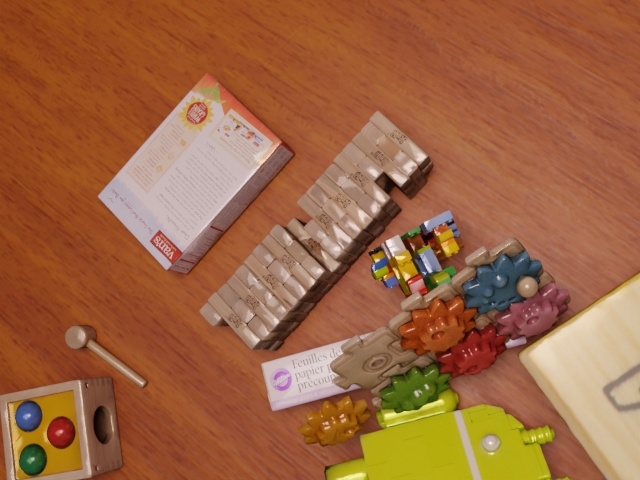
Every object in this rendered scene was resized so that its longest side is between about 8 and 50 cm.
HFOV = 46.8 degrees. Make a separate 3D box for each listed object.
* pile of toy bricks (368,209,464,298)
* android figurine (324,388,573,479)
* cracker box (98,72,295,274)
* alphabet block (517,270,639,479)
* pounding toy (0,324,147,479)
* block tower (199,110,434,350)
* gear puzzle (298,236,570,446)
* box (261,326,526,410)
[{"bbox_3d":[0.125,0.037,0.855,0.118,0.212,0.105,-26,86,-5],"label":"pile of toy bricks"},{"bbox_3d":[0.144,0.283,0.840,0.272,0.056,0.248,-15,49,7],"label":"android figurine"},{"bbox_3d":[-0.171,-0.090,1.016,0.155,0.067,0.232,44,94,17],"label":"cracker box"},{"bbox_3d":[0.344,0.149,0.780,0.193,0.192,0.197,-36,74,6],"label":"alphabet block"},{"bbox_3d":[-0.336,0.216,1.003,0.181,0.094,0.206,-13,80,13],"label":"pounding toy"},{"bbox_3d":[0.000,0.000,0.945,0.335,0.091,0.097,-47,73,5],"label":"block tower"},{"bbox_3d":[0.108,0.136,0.799,0.339,0.175,0.044,-37,46,16],"label":"gear puzzle"},{"bbox_3d":[0.089,0.139,0.915,0.324,0.067,0.063,-17,79,11],"label":"box"}]
